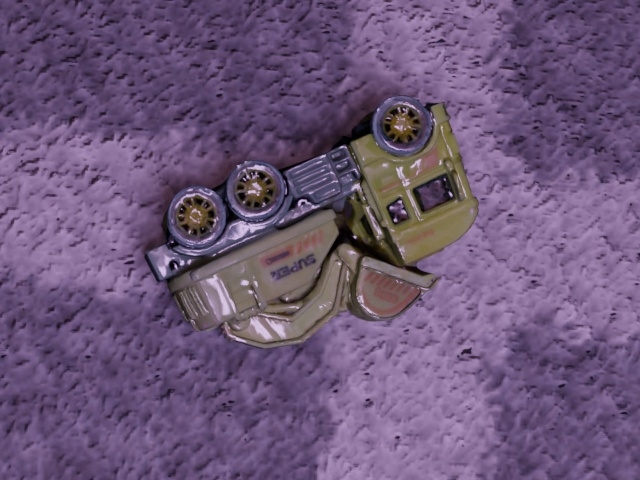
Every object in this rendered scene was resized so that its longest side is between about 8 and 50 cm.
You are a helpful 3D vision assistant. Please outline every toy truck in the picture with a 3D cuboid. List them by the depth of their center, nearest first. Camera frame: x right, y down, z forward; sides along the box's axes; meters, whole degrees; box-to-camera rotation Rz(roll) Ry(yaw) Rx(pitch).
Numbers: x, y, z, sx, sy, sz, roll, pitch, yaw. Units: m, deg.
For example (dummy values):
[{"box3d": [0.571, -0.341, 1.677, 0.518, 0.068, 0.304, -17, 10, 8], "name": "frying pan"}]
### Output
[{"box3d": [0.000, 0.000, 1.027, 0.191, 0.085, 0.116, -24, 91, -10], "name": "toy truck"}]
